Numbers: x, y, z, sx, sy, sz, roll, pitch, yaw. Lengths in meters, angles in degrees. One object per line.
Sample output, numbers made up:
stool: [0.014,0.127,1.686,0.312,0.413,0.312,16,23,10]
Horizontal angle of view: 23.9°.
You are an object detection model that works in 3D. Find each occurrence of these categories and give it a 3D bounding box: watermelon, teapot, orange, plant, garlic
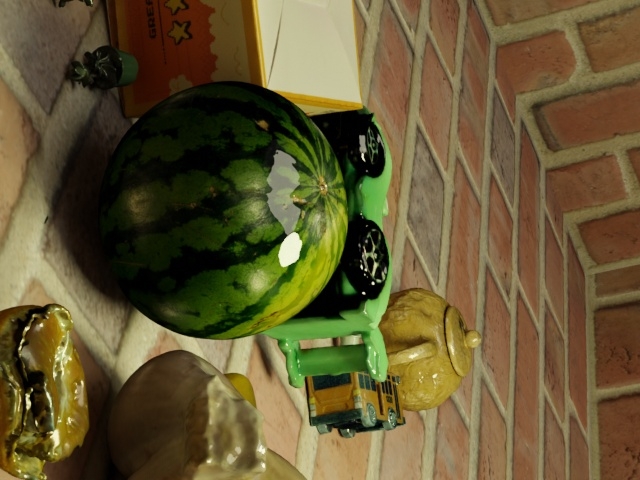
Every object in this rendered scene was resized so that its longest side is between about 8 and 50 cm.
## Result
watermelon: [-0.107,-0.029,1.680,0.285,0.285,0.285,-13,90,-70]
teapot: [0.183,0.175,2.505,0.311,0.167,0.203,1,77,-69]
orange: [-0.274,0.135,1.373,0.160,0.112,0.170,-34,134,-81]
plant: [-0.252,-0.199,1.734,0.102,0.051,0.051,-10,87,-64]
garlic: [-0.095,0.257,1.613,0.340,0.246,0.231,41,26,-42]

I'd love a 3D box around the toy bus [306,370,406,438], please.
toy bus: [0.053,0.233,2.231,0.182,0.091,0.103,24,56,-64]

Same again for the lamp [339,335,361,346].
lamp: [0.046,0.119,2.314,0.091,0.091,0.163,23,73,-66]

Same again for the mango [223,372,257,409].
mango: [-0.107,0.229,1.818,0.103,0.076,0.161,49,30,-45]

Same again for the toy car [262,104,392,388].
toy car: [0.000,0.000,2.014,0.176,0.213,0.359,38,49,-54]

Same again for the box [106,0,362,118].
box: [-0.105,-0.284,1.898,0.283,0.214,0.259,-2,87,-63]

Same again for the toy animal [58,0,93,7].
toy animal: [-0.294,-0.311,1.696,0.136,0.047,0.065,60,31,-43]
